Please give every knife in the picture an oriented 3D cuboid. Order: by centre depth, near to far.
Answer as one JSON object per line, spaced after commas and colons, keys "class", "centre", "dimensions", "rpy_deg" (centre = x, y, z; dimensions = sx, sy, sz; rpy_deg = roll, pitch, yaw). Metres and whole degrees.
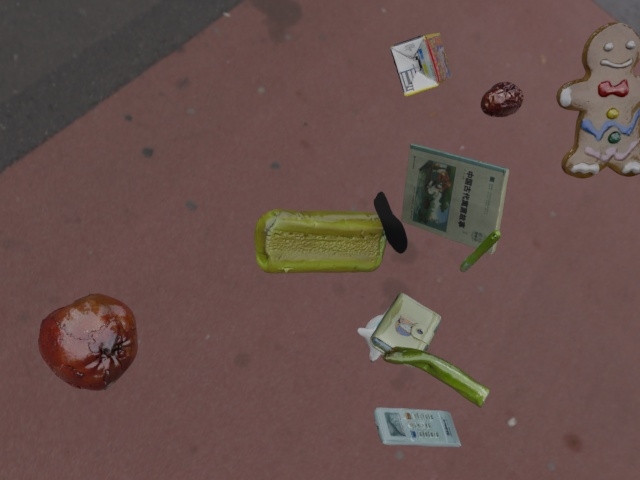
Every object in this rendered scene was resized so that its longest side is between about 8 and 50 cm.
{"class": "knife", "centre": [0.327, 0.028, 1.524], "dimensions": [0.022, 0.184, 0.026], "rpy_deg": [45, 59, 11]}

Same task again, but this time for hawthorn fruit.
{"class": "hawthorn fruit", "centre": [-0.367, 0.149, 1.135], "dimensions": [0.172, 0.148, 0.148], "rpy_deg": [13, 40, 37]}

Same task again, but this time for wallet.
{"class": "wallet", "centre": [0.175, 0.184, 1.493], "dimensions": [0.110, 0.039, 0.155], "rpy_deg": [31, 42, 10]}

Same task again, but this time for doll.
{"class": "doll", "centre": [0.193, 0.233, 1.951], "dimensions": [0.181, 0.107, 0.110], "rpy_deg": [-30, 91, -40]}

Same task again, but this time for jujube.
{"class": "jujube", "centre": [0.377, -0.293, 1.529], "dimensions": [0.077, 0.077, 0.129], "rpy_deg": [50, 31, 10]}

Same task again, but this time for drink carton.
{"class": "drink carton", "centre": [0.142, -0.248, 1.025], "dimensions": [0.165, 0.056, 0.071], "rpy_deg": [-46, 122, -68]}

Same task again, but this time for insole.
{"class": "insole", "centre": [0.166, -0.043, 1.743], "dimensions": [0.004, 0.064, 0.188], "rpy_deg": [8, 44, -33]}

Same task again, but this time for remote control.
{"class": "remote control", "centre": [0.156, 0.304, 1.182], "dimensions": [0.162, 0.029, 0.061], "rpy_deg": [11, 45, -29]}

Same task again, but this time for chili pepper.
{"class": "chili pepper", "centre": [0.200, 0.225, 1.262], "dimensions": [0.202, 0.052, 0.050], "rpy_deg": [26, 78, -2]}

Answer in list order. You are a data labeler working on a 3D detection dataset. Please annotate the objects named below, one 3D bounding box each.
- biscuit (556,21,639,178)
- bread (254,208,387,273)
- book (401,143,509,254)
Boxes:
{"class": "biscuit", "centre": [0.383, -0.183, 0.973], "dimensions": [0.138, 0.204, 0.031], "rpy_deg": [-1, 15, -2]}
{"class": "bread", "centre": [0.000, 0.000, 1.881], "dimensions": [0.384, 0.166, 0.112], "rpy_deg": [0, 15, -34]}
{"class": "book", "centre": [0.320, -0.107, 1.790], "dimensions": [0.283, 0.214, 0.025], "rpy_deg": [21, 25, 41]}
